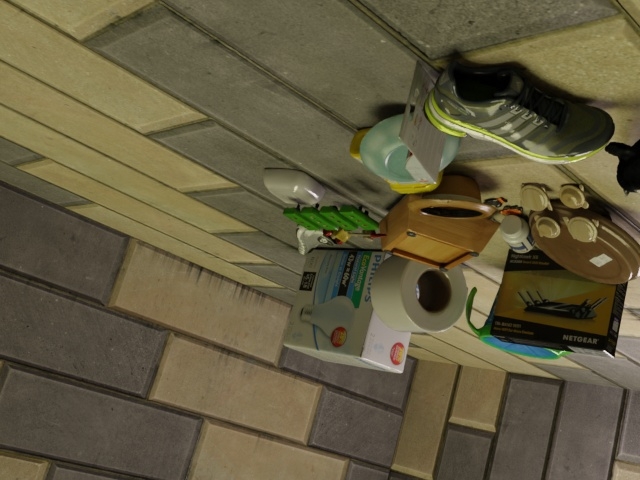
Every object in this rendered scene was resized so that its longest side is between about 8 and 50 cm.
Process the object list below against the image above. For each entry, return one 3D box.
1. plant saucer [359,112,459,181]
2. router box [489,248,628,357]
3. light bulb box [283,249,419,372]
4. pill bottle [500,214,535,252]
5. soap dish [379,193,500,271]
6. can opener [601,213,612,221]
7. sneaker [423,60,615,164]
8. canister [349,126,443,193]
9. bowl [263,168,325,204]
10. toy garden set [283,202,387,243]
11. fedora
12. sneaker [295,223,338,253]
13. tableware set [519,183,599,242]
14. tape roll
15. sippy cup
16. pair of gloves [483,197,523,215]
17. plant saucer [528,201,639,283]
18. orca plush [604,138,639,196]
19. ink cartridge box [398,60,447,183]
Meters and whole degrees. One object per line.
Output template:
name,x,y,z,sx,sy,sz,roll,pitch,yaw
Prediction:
plant saucer,0.173,-0.165,1.476,0.194,0.037,0.195,-1,145,-1
router box,0.608,0.154,1.959,0.308,0.243,0.081,3,161,41
light bulb box,0.111,0.231,2.577,0.361,0.358,0.225,0,161,45
pill bottle,0.463,-0.018,1.813,0.067,0.067,0.120,8,166,30
soap dish,0.282,-0.020,1.915,0.228,0.118,0.291,18,165,-6
can opener,0.635,0.000,1.705,0.073,0.059,0.186,-14,155,13
sneaker,0.314,-0.204,1.207,0.299,0.111,0.121,12,160,6
canister,0.156,-0.167,1.588,0.126,0.073,0.170,0,157,45
bowl,-0.071,-0.135,2.007,0.142,0.053,0.142,5,163,33
toy garden set,0.058,-0.051,1.991,0.244,0.049,0.203,0,158,44
fedora,0.285,-0.096,1.670,0.194,0.079,0.194,4,171,1
sneaker,0.000,0.000,2.383,0.132,0.086,0.229,12,164,8
tableware set,0.496,-0.058,1.598,0.168,0.020,0.141,4,128,45
tape roll,0.294,0.155,2.310,0.246,0.246,0.169,23,164,-25
sippy cup,0.591,0.202,2.198,0.305,0.224,0.240,20,166,-13
pair of gloves,0.419,-0.076,1.764,0.083,0.010,0.074,23,165,-22
plant saucer,0.582,0.013,1.699,0.277,0.041,0.278,32,164,10
orca plush,0.497,-0.144,1.197,0.102,0.151,0.287,24,-172,3
ink cartridge box,0.166,-0.196,1.312,0.045,0.145,0.179,5,162,33
